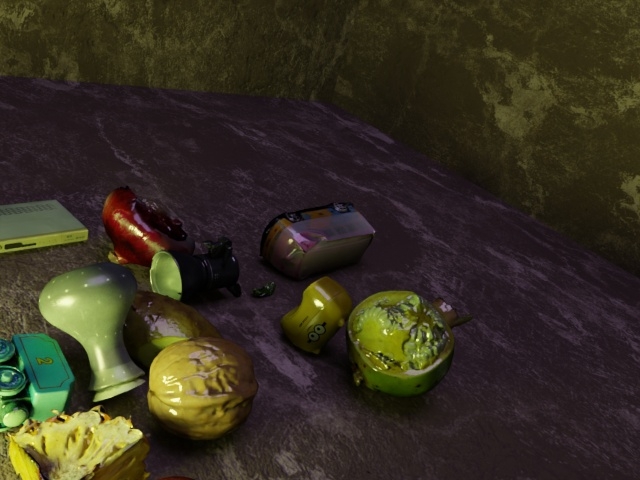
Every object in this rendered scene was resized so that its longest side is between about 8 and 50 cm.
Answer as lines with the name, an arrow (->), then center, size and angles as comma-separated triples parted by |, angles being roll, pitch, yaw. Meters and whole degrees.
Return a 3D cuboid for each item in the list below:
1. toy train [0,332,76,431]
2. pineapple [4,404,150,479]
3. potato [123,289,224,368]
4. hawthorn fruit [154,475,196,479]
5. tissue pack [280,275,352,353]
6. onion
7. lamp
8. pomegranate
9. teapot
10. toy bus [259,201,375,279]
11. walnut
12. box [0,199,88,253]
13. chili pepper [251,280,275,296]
toy train -> -0.543, 0.256, 1.187 | 0.163, 0.112, 0.203 | 3, 30, -41
pineapple -> -0.403, 0.369, 1.071 | 0.236, 0.115, 0.186 | 2, 27, -9
potato -> -0.336, 0.199, 1.406 | 0.298, 0.141, 0.176 | 19, 35, 3
hawthorn fruit -> -0.220, 0.433, 0.952 | 0.185, 0.185, 0.202 | 27, 19, 20
tissue pack -> -0.004, 0.188, 1.605 | 0.127, 0.178, 0.123 | 45, 30, 10
onion -> -0.476, -0.007, 1.738 | 0.272, 0.195, 0.272 | 43, 1, -1
lamp -> -0.297, 0.075, 1.662 | 0.227, 0.172, 0.147 | -11, 35, -44
pomegranate -> 0.212, 0.233, 1.547 | 0.340, 0.261, 0.260 | -19, 40, -25
teapot -> -0.425, 0.174, 1.257 | 0.183, 0.251, 0.183 | -18, -2, -1
toy bus -> 0.000, 0.000, 2.016 | 0.162, 0.171, 0.386 | 37, 31, 30
walnut -> -0.220, 0.281, 1.247 | 0.213, 0.213, 0.213 | 14, 25, -7
box -> -0.787, -0.039, 1.724 | 0.211, 0.045, 0.270 | 33, 29, 31
chili pepper -> -0.155, 0.137, 1.799 | 0.030, 0.034, 0.091 | -7, 8, 37
